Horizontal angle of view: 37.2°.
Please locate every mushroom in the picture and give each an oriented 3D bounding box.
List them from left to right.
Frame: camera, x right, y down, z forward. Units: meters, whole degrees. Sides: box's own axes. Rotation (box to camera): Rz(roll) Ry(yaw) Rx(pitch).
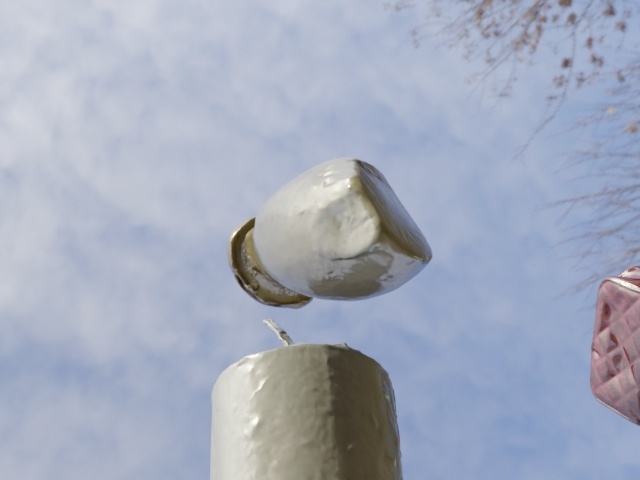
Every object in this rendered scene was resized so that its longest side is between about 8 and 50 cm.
[{"bbox_3d":[0.000,0.000,0.876,0.128,0.350,0.128,3,-100,-19],"label":"mushroom"}]

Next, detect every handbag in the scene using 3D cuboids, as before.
[{"bbox_3d":[0.484,0.148,1.387,0.135,0.146,0.225,-11,-70,-27],"label":"handbag"}]

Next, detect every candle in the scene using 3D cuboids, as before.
[{"bbox_3d":[-0.017,0.186,0.893,0.187,0.187,0.330,14,-133,-21],"label":"candle"}]
